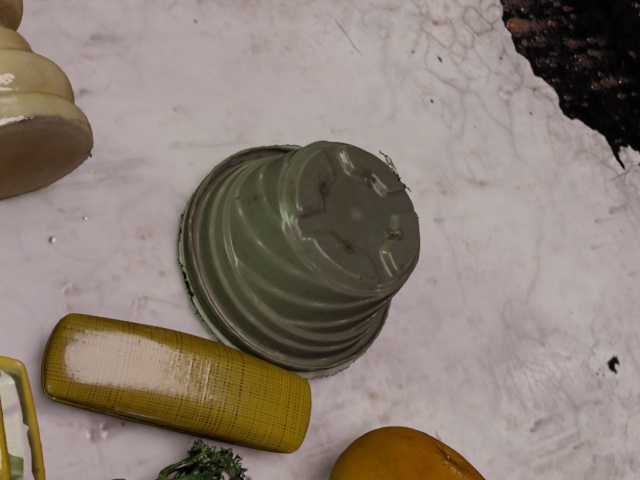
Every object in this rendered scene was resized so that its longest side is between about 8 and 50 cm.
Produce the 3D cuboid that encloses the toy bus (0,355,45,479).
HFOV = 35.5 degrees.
[{"bbox_3d":[-0.242,0.141,0.561,0.123,0.335,0.121,1,69,-39],"label":"toy bus"}]

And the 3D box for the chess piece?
[{"bbox_3d":[-0.291,-0.168,0.802,0.143,0.143,0.261,-13,73,-37],"label":"chess piece"}]

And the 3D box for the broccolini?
[{"bbox_3d":[-0.146,0.185,0.749,0.254,0.057,0.071,16,26,-48],"label":"broccolini"}]

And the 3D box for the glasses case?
[{"bbox_3d":[-0.113,0.119,0.828,0.234,0.064,0.079,19,63,-26],"label":"glasses case"}]

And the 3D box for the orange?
[{"bbox_3d":[0.076,0.239,0.857,0.159,0.159,0.136,31,96,-19],"label":"orange"}]

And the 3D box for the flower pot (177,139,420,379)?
[{"bbox_3d":[0.000,0.000,0.911,0.235,0.140,0.235,16,60,-30],"label":"flower pot"}]
